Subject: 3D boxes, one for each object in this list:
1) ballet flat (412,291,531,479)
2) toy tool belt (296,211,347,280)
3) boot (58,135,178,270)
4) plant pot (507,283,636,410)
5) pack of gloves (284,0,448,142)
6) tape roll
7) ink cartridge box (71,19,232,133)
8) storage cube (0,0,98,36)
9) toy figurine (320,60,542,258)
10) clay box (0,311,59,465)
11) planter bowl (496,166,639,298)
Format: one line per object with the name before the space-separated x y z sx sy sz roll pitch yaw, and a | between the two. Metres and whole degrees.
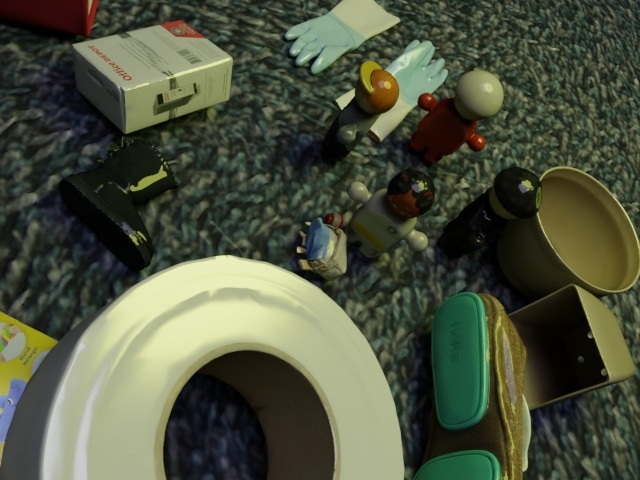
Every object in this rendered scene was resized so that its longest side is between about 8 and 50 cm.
ballet flat | 0.152 0.211 0.601 0.124 0.116 0.342 38 45 -26
toy tool belt | 0.000 0.000 0.675 0.051 0.052 0.083 18 54 -26
boot | -0.180 -0.040 0.619 0.121 0.045 0.099 45 46 3
plant pot | 0.284 0.124 0.711 0.096 0.109 0.109 12 56 -35
pack of gloves | 0.076 -0.264 0.877 0.195 0.046 0.232 43 52 2
tape roll | -0.072 0.160 0.467 0.286 0.100 0.286 18 60 -34
ink cartridge box | -0.178 -0.177 0.677 0.135 0.056 0.099 -28 57 -36
storage cube | -0.315 -0.357 0.641 0.193 0.215 0.183 9 58 -14
toy figurine | 0.121 -0.090 0.720 0.210 0.148 0.213 1 66 -26
clay box | -0.247 0.127 0.475 0.222 0.053 0.127 30 52 -7
planter bowl | 0.286 0.006 0.772 0.162 0.109 0.162 13 59 -24
